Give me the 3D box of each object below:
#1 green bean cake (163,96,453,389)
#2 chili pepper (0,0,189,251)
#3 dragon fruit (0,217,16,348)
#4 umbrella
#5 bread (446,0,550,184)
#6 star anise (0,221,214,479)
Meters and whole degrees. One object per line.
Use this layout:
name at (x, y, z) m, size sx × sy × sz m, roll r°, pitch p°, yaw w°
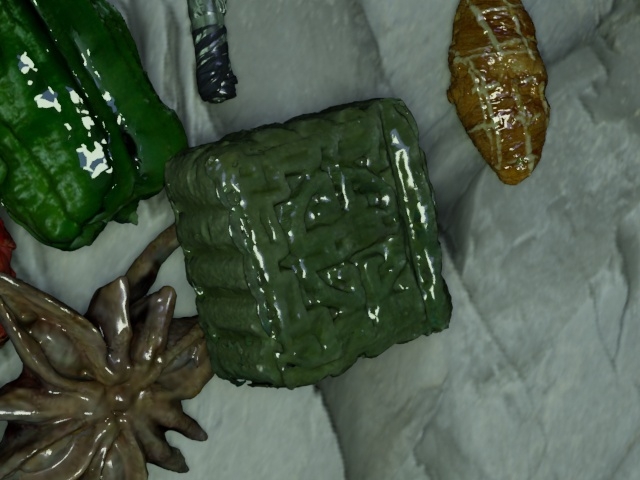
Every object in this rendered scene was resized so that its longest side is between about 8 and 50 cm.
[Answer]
green bean cake at (0.000, 0.000, 1.256) m, size 0.255 × 0.132 × 0.241 m, roll -18°, pitch 96°, yaw -33°
chili pepper at (-0.278, -0.178, 1.259) m, size 0.213 × 0.167 × 0.385 m, roll -31°, pitch 98°, yaw 32°
dragon fruit at (-0.369, 0.017, 1.222) m, size 0.172 × 0.172 × 0.210 m, roll -24°, pitch 86°, yaw -10°
umbrella at (-0.113, -0.233, 1.356) m, size 0.050 × 0.046 × 0.188 m, roll -5°, pitch 80°, yaw -22°
bread at (0.184, -0.175, 1.372) m, size 0.104 × 0.076 × 0.233 m, roll -7°, pitch 82°, yaw -10°
star anise at (-0.203, 0.131, 1.250) m, size 0.292 × 0.109 × 0.350 m, roll -2°, pitch 102°, yaw -46°
